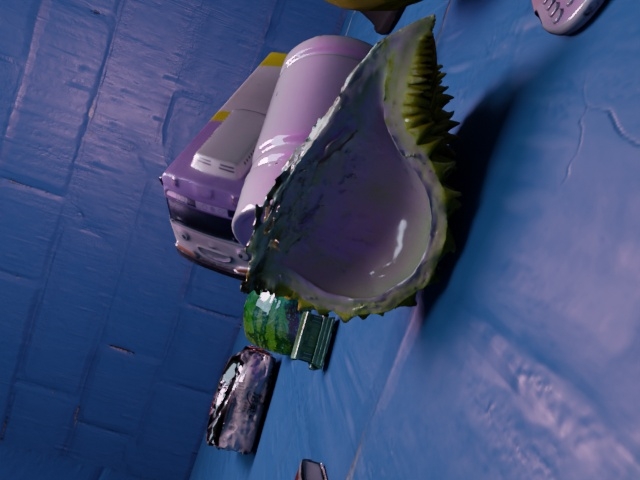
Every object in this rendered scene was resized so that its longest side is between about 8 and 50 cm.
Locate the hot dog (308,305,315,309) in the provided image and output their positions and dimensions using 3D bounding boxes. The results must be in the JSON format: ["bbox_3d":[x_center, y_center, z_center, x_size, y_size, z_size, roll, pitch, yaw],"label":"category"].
[{"bbox_3d":[-0.005,0.000,1.076,0.123,0.093,0.261,153,135,-77],"label":"hot dog"}]

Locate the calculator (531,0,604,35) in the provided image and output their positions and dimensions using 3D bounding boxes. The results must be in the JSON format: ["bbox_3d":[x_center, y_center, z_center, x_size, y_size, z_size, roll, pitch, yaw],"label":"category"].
[{"bbox_3d":[0.207,-0.234,0.468,0.103,0.024,0.165,119,164,-53],"label":"calculator"}]

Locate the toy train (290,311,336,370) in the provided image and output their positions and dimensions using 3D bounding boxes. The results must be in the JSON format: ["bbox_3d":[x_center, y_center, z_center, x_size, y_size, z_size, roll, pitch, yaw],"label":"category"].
[{"bbox_3d":[-0.011,0.156,0.909,0.038,0.056,0.093,130,157,-72],"label":"toy train"}]

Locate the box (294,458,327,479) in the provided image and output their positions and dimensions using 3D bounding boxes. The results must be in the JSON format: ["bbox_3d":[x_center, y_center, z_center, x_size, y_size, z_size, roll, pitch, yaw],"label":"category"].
[{"bbox_3d":[-0.034,0.370,0.691,0.115,0.036,0.177,-125,53,-80],"label":"box"}]

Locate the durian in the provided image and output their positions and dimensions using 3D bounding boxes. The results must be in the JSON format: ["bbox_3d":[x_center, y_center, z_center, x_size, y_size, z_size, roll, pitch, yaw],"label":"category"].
[{"bbox_3d":[0.068,-0.061,0.605,0.305,0.186,0.196,-66,-9,13],"label":"durian"}]

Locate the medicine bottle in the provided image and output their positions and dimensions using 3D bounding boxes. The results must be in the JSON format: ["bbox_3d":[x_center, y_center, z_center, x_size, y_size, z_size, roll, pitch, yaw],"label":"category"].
[{"bbox_3d":[0.005,-0.132,0.899,0.212,0.212,0.325,124,161,-61],"label":"medicine bottle"}]

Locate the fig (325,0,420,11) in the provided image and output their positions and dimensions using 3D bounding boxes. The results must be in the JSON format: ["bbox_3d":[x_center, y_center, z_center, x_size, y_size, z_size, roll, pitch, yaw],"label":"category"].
[{"bbox_3d":[0.084,-0.447,0.697,0.343,0.344,0.343,-162,90,-81],"label":"fig"}]

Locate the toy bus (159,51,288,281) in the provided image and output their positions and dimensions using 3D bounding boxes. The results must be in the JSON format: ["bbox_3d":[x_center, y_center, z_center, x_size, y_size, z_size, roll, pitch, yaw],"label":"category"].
[{"bbox_3d":[-0.105,-0.157,1.129,0.439,0.210,0.249,-59,-22,-34],"label":"toy bus"}]

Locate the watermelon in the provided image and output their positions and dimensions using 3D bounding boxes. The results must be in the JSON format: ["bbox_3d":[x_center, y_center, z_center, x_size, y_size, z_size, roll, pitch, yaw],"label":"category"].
[{"bbox_3d":[-0.071,0.138,1.227,0.146,0.128,0.231,36,106,62],"label":"watermelon"}]

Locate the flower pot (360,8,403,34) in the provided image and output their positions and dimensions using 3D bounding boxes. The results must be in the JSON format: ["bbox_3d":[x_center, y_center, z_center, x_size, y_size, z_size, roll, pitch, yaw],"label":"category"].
[{"bbox_3d":[0.104,-0.690,1.313,0.379,0.251,0.379,-164,90,-83],"label":"flower pot"}]

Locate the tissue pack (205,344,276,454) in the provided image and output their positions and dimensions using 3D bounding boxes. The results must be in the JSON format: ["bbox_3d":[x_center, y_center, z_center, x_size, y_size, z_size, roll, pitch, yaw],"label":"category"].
[{"bbox_3d":[-0.207,0.392,1.442,0.332,0.123,0.244,134,150,-70],"label":"tissue pack"}]
